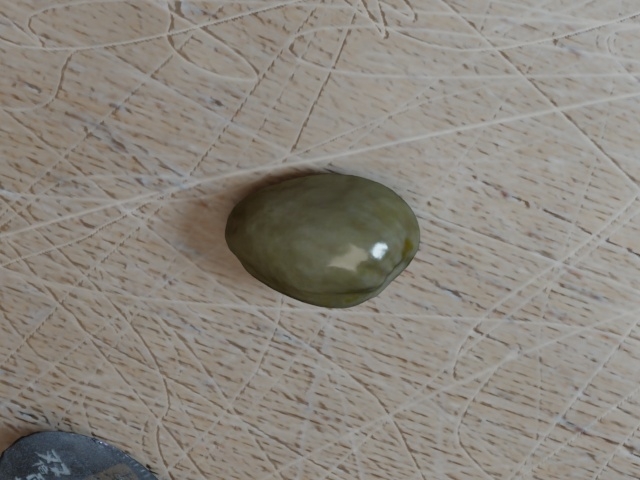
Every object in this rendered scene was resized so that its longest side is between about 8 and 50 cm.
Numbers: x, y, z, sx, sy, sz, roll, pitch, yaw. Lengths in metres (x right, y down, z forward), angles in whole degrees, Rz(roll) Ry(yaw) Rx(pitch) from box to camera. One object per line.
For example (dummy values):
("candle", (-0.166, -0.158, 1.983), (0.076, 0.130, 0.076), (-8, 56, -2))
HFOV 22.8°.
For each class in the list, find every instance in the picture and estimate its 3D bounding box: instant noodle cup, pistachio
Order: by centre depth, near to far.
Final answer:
("pistachio", (0.000, 0.000, 1.476), (0.185, 0.108, 0.126), (1, 89, 9))
("instant noodle cup", (-0.268, 0.333, 1.568), (0.217, 0.217, 0.207), (30, 117, -10))
